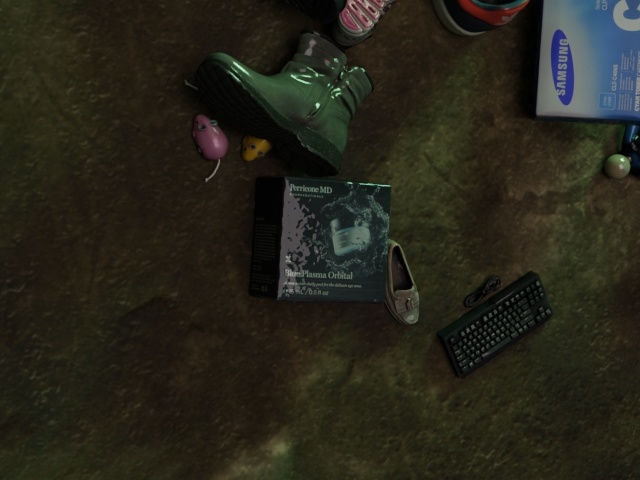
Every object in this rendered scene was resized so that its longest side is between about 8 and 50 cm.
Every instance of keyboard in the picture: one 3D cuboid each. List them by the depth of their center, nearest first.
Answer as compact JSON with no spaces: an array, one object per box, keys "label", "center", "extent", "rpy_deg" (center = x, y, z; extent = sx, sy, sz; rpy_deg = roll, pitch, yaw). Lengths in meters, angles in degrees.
[{"label":"keyboard","center":[0.248,0.108,1.754],"extent":[0.180,0.023,0.108],"rpy_deg":[-31,105,-22]}]

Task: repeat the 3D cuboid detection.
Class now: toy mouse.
[{"label":"toy mouse","center":[-0.116,-0.156,1.563],"extent":[0.143,0.031,0.161],"rpy_deg":[45,74,-20]}]

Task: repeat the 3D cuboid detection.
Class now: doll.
[{"label":"doll","center":[0.498,-0.153,1.846],"extent":[0.189,0.046,0.129],"rpy_deg":[-34,116,-13]}]

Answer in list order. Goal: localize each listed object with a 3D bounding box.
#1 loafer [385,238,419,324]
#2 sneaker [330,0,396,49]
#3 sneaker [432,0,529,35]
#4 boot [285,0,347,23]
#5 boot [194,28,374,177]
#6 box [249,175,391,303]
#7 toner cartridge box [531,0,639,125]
[{"label":"loafer","center":[0.107,0.058,1.674],"extent":[0.045,0.039,0.125],"rpy_deg":[-24,102,-23]},{"label":"sneaker","center":[0.061,-0.312,1.627],"extent":[0.063,0.075,0.170],"rpy_deg":[37,54,-5]},{"label":"sneaker","center":[0.177,-0.442,1.623],"extent":[0.131,0.148,0.350],"rpy_deg":[-36,106,-20]},{"label":"boot","center":[-0.023,-0.413,1.565],"extent":[0.246,0.094,0.207],"rpy_deg":[36,59,-2]},{"label":"boot","center":[-0.043,-0.202,1.551],"extent":[0.246,0.083,0.161],"rpy_deg":[36,62,-35]},{"label":"box","center":[0.000,0.000,1.593],"extent":[0.156,0.093,0.158],"rpy_deg":[3,90,-25]},{"label":"toner cartridge box","center":[0.392,-0.341,1.734],"extent":[0.165,0.075,0.347],"rpy_deg":[3,91,5]}]
